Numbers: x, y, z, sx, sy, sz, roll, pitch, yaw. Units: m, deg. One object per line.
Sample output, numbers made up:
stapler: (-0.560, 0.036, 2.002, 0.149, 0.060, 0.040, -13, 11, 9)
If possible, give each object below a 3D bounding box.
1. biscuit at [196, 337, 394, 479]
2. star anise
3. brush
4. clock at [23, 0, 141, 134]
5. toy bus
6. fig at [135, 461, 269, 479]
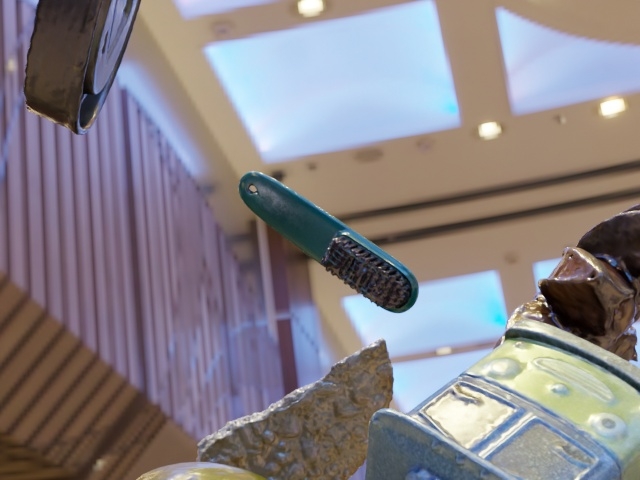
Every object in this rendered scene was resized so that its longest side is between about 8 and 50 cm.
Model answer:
biscuit: (-0.019, 0.242, 1.635, 0.290, 0.141, 0.038, -31, 12, -9)
star anise: (0.265, 0.075, 1.351, 0.315, 0.108, 0.315, -39, -25, -22)
brush: (0.000, 0.000, 1.164, 0.043, 0.193, 0.032, -62, -20, 19)
clock: (-0.150, -0.163, 0.919, 0.040, 0.184, 0.184, 17, -26, -3)
toy bus: (0.132, 0.232, 0.952, 0.190, 0.152, 0.312, -26, -49, -39)
fig: (-0.096, 0.393, 1.389, 0.343, 0.343, 0.343, -6, -23, -3)
